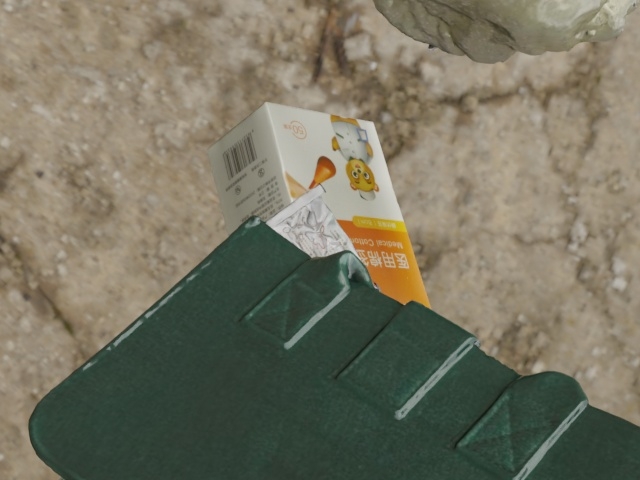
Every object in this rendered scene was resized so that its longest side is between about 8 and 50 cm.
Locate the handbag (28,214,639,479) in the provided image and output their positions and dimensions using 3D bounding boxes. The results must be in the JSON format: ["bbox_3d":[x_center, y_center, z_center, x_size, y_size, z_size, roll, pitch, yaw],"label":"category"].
[{"bbox_3d":[0.010,0.131,0.684,0.238,0.326,0.089,-43,144,-28],"label":"handbag"}]

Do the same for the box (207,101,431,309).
[{"bbox_3d":[0.000,0.000,1.606,0.224,0.143,0.341,5,62,-43],"label":"box"}]

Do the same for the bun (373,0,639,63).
[{"bbox_3d":[0.151,-0.259,0.922,0.281,0.281,0.205,-43,136,-16],"label":"bun"}]

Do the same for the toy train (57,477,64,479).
[{"bbox_3d":[-0.225,0.273,1.373,0.194,0.298,0.120,-41,91,-24],"label":"toy train"}]

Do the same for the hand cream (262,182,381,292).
[{"bbox_3d":[0.027,0.062,1.290,0.084,0.050,0.257,-37,116,-22],"label":"hand cream"}]
